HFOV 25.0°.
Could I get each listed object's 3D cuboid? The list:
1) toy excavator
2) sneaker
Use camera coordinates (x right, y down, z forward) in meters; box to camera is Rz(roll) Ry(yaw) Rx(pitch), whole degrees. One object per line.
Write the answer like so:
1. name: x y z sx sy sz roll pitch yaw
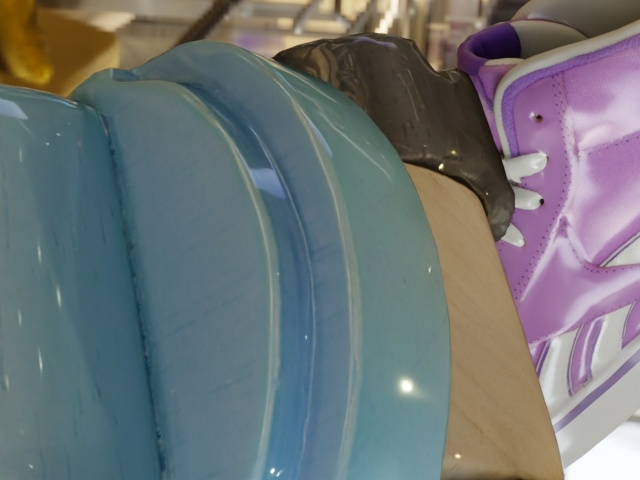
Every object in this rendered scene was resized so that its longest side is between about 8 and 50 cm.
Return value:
1. toy excavator: -0.194 0.076 0.432 0.445 0.433 0.222 19 48 -41
2. sneaker: 0.088 -0.008 0.594 0.282 0.161 0.102 -42 -161 29
